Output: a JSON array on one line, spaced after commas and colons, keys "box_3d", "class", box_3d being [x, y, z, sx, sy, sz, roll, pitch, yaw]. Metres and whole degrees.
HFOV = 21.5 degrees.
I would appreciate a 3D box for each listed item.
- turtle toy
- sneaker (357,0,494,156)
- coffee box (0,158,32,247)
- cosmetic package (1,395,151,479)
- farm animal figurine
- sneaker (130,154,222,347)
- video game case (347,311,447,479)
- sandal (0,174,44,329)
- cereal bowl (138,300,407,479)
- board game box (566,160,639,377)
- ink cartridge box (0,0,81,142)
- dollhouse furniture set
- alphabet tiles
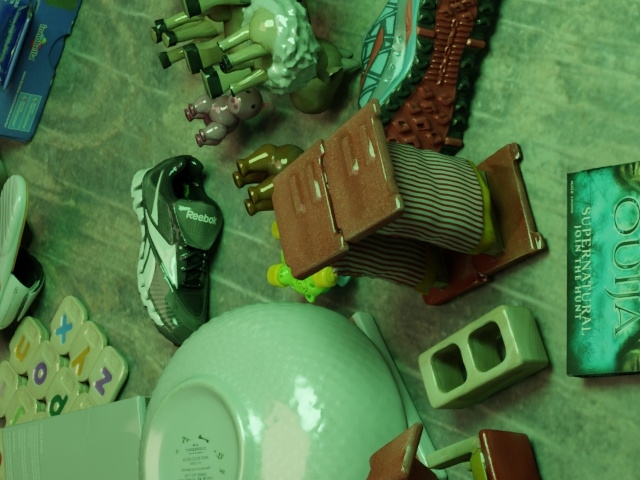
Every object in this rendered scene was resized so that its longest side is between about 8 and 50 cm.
[{"box_3d": [0.000, 0.000, 1.746, 0.095, 0.066, 0.130, 0, 82, 48], "class": "turtle toy"}, {"box_3d": [0.091, -0.165, 1.677, 0.125, 0.104, 0.262, 35, 105, 63], "class": "sneaker"}, {"box_3d": [-0.496, -0.070, 2.246, 0.098, 0.141, 0.246, -51, 50, 28], "class": "coffee box"}, {"box_3d": [-0.251, 0.257, 1.927, 0.238, 0.107, 0.127, -13, 76, 35], "class": "cosmetic package"}, {"box_3d": [-0.059, -0.211, 1.766, 0.327, 0.172, 0.330, 83, 161, -52], "class": "farm animal figurine"}, {"box_3d": [-0.156, 0.003, 1.908, 0.106, 0.078, 0.234, -34, 57, 42], "class": "sneaker"}, {"box_3d": [-0.002, 0.238, 1.735, 0.285, 0.025, 0.204, -47, 52, 31], "class": "video game case"}, {"box_3d": [-0.384, 0.034, 2.143, 0.102, 0.076, 0.265, -108, 33, -45], "class": "sandal"}, {"box_3d": [-0.075, 0.222, 1.697, 0.339, 0.141, 0.339, -12, 74, 45], "class": "cereal bowl"}, {"box_3d": [0.271, 0.024, 1.476, 0.126, 0.026, 0.186, -10, 76, 47], "class": "board game box"}, {"box_3d": [-0.462, -0.309, 2.252, 0.395, 0.151, 0.270, 35, 108, 43], "class": "ink cartridge box"}, {"box_3d": [0.107, 0.085, 1.514, 0.152, 0.201, 0.374, -34, 58, 39], "class": "dollhouse furniture set"}, {"box_3d": [-0.331, 0.223, 2.100, 0.284, 0.021, 0.278, 44, 112, 42], "class": "alphabet tiles"}]
